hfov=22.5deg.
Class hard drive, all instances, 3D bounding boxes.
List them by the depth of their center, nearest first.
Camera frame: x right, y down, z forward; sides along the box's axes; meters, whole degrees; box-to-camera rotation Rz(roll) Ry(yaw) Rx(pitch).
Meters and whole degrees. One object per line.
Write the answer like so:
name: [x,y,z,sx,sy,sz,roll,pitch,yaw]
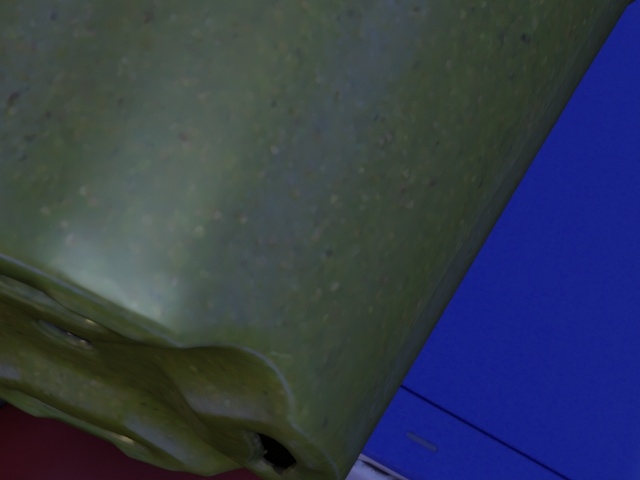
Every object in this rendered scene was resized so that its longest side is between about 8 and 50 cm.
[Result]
hard drive: [0.074,-0.036,0.675,0.210,0.040,0.319,30,58,-14]

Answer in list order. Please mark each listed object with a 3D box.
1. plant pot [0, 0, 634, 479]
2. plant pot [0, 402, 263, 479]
plant pot: [-0.029,-0.072,0.491,0.276,0.276,0.254,30,71,-14]
plant pot: [-0.045,0.195,0.652,0.274,0.243,0.275,-2,97,-13]
